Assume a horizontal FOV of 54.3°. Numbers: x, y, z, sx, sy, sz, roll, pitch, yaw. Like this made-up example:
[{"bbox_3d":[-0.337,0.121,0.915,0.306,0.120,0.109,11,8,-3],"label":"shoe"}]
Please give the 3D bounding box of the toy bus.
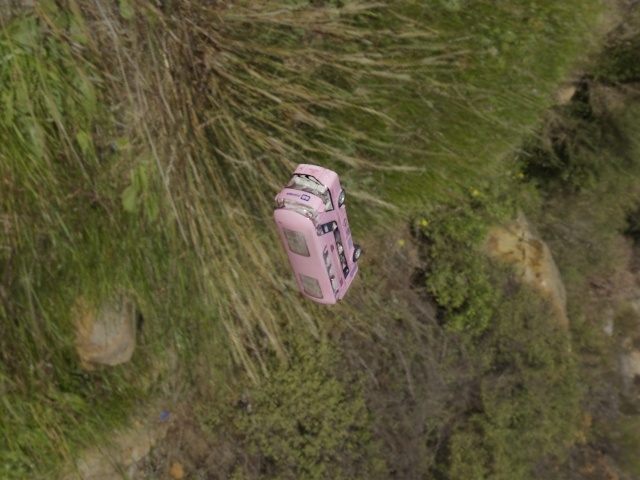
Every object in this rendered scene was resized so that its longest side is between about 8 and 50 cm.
[{"bbox_3d":[0.000,0.000,0.780,0.090,0.063,0.203,-59,151,-30],"label":"toy bus"}]
